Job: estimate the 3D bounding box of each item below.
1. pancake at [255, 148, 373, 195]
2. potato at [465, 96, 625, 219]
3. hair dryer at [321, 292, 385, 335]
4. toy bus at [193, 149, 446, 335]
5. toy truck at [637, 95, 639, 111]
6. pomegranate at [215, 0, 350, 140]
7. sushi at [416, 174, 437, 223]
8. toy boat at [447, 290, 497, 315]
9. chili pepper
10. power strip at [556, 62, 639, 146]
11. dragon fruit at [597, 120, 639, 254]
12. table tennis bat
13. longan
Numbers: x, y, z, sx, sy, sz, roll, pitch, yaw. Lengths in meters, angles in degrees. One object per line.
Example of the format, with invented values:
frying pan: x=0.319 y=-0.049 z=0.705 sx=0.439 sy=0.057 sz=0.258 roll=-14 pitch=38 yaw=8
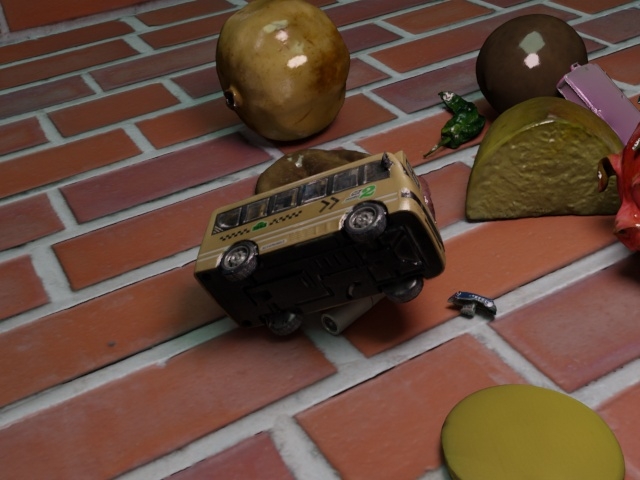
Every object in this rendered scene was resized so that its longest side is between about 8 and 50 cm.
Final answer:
pancake: x=0.001 y=-0.114 z=1.561 sx=0.294 sy=0.050 sz=0.294 roll=-5 pitch=36 yaw=3
potato: x=0.437 y=-0.200 z=1.481 sx=0.330 sy=0.213 sz=0.280 roll=-2 pitch=35 yaw=4
hair dryer: x=0.015 y=0.080 z=1.291 sx=0.183 sy=0.044 sz=0.155 roll=19 pitch=40 yaw=39
toy bus: x=0.000 y=0.000 z=1.179 sx=0.365 sy=0.177 sz=0.202 roll=-16 pitch=43 yaw=20
toy truck: x=0.765 y=-0.234 z=1.579 sx=0.116 sy=0.110 sz=0.216 roll=-14 pitch=33 yaw=-32
pomegranate: x=-0.091 y=-0.392 z=1.750 sx=0.332 sy=0.333 sz=0.333 roll=-4 pitch=34 yaw=3
sushi: x=0.144 y=-0.054 z=1.351 sx=0.107 sy=0.161 sz=0.241 roll=-7 pitch=35 yaw=1
toy boat: x=0.244 y=0.105 z=1.222 sx=0.083 sy=0.038 sz=0.038 roll=15 pitch=39 yaw=26
chili pepper: x=0.313 y=-0.275 z=1.739 sx=0.122 sy=0.065 sz=0.279 roll=-3 pitch=31 yaw=20
power strip: x=0.604 y=-0.251 z=1.562 sx=0.109 sy=0.037 sz=0.279 roll=-28 pitch=75 yaw=-29
dragon fruit: x=0.595 y=-0.075 z=1.251 sx=0.305 sy=0.226 sz=0.305 roll=34 pitch=26 yaw=-20
table tennis bat: x=0.275 y=0.301 z=0.920 sx=0.224 sy=0.054 sz=0.369 roll=-6 pitch=30 yaw=-2
longan: x=0.471 y=-0.382 z=1.711 sx=0.258 sy=0.258 sz=0.258 roll=-4 pitch=34 yaw=3
